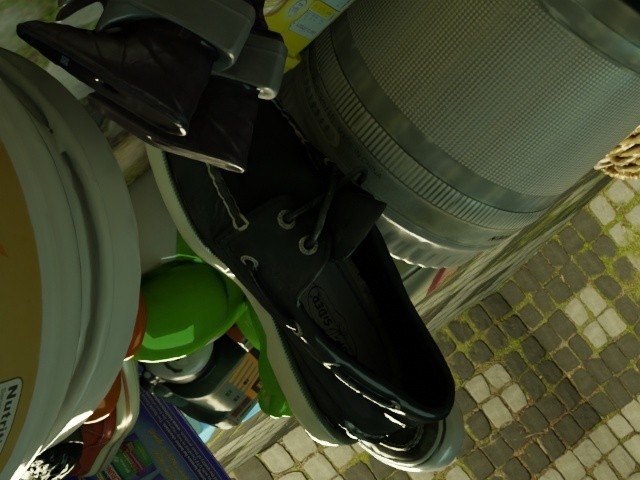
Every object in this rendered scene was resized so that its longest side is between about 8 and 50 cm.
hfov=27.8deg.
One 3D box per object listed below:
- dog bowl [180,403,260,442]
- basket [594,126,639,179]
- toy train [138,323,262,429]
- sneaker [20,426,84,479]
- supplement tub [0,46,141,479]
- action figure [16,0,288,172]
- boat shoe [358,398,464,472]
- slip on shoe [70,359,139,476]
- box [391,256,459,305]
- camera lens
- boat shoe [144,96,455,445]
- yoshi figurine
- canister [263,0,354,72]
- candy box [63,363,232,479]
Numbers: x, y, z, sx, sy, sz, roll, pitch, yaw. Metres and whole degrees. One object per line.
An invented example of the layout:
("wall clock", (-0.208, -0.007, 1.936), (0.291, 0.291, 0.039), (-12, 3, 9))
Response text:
("dog bowl", (-0.167, 0.253, 1.954), (0.297, 0.074, 0.166), (-32, 167, -25))
("basket", (0.420, -0.212, 1.455), (0.223, 0.213, 0.299), (-33, 179, -20))
("toy train", (-0.090, 0.089, 1.290), (0.190, 0.142, 0.334), (-51, 170, -7))
("sneaker", (-0.266, 0.162, 1.081), (0.146, 0.102, 0.293), (-1, 160, -24))
("supplement tub", (-0.226, 0.023, 0.438), (0.228, 0.228, 0.316), (-43, 168, 23))
("action figure", (-0.012, -0.176, 0.561), (0.285, 0.099, 0.185), (-61, 178, -8))
("boat shoe", (0.021, 0.142, 1.467), (0.119, 0.335, 0.121), (25, 102, -49))
("slip on shoe", (-0.230, 0.133, 1.193), (0.101, 0.123, 0.331), (-3, 150, -22))
("box", (0.079, -0.014, 1.457), (0.127, 0.148, 0.232), (-37, 169, -11))
("camera lens", (0.126, -0.137, 0.923), (0.274, 0.219, 0.219), (-46, 167, 35))
("boat shoe", (-0.002, 0.003, 0.853), (0.113, 0.340, 0.127), (-4, -149, 35))
("yoshi figurine", (-0.079, 0.049, 1.009), (0.362, 0.203, 0.203), (-17, 171, -40))
("canister", (-0.001, -0.177, 0.748), (0.170, 0.073, 0.126), (-42, 168, 13))
("candy box", (-0.262, 0.325, 1.442), (0.317, 0.268, 0.122), (-34, 164, -17))
